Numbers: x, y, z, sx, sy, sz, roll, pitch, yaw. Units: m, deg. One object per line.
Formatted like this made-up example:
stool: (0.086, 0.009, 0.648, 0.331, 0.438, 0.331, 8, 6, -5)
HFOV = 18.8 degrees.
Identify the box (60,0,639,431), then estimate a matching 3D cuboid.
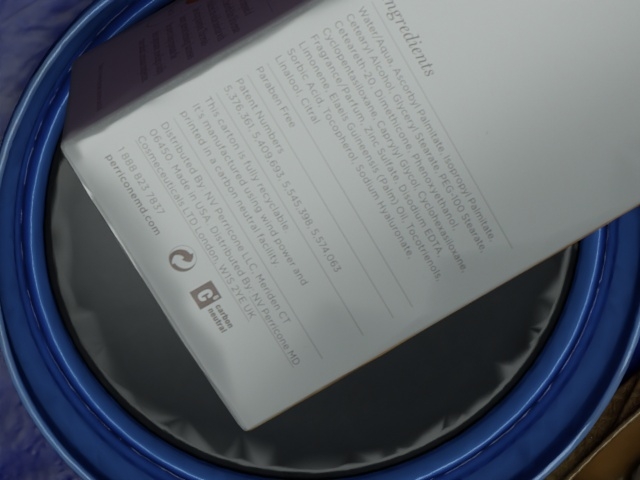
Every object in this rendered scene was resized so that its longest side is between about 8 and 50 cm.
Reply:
box: (0.060, -0.088, 0.975, 0.345, 0.215, 0.168, -30, 106, 3)

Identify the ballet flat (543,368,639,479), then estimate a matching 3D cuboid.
ballet flat: (0.204, 0.152, 1.181, 0.342, 0.124, 0.116, -44, 105, 7)

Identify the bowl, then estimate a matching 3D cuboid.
bowl: (0.000, 0.000, 1.144, 0.391, 0.077, 0.391, -1, 105, -5)
